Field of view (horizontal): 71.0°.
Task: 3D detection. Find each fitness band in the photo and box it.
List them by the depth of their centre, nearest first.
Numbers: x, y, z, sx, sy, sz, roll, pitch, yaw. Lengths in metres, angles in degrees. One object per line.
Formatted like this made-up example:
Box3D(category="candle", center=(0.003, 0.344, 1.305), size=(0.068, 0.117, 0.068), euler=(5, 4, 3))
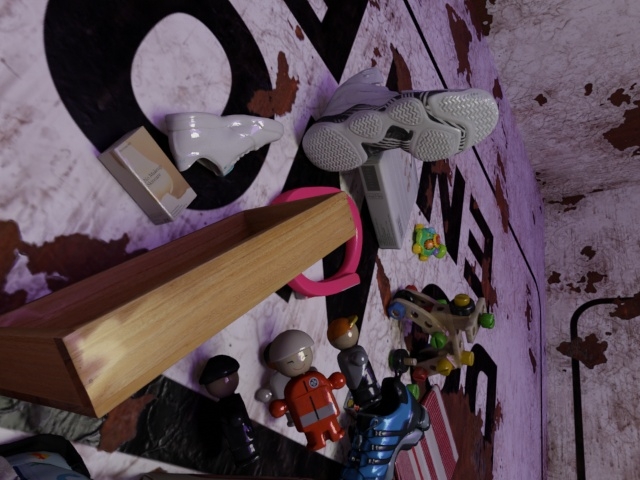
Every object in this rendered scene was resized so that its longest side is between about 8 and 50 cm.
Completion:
Box3D(category="fitness band", center=(0.000, 0.000, 0.875), size=(0.290, 0.054, 0.209), euler=(-10, 88, -56))

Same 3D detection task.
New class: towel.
Box3D(category="towel", center=(0.269, 0.553, 1.143), size=(0.329, 0.037, 0.237), euler=(-27, 103, -55))

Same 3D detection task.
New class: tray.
Box3D(category="tray", center=(-0.142, 0.041, 0.531), size=(0.410, 0.202, 0.076), euler=(-32, 110, -53))

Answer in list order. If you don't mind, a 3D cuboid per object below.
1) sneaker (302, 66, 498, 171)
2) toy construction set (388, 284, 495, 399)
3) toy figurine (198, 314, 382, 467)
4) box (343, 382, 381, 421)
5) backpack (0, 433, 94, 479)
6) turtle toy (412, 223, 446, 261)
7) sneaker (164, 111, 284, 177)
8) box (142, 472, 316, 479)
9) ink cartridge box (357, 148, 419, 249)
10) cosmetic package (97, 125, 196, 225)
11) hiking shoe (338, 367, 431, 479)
Box3D(category="sneaker", center=(0.151, -0.259, 0.883), size=(0.137, 0.365, 0.210), euler=(62, 32, -40))
Box3D(category="toy construction set", center=(0.336, 0.229, 1.129), size=(0.308, 0.237, 0.258), euler=(-4, 86, -55))
Box3D(category="toy figurine", center=(-0.039, 0.200, 0.643), size=(0.209, 0.213, 0.148), euler=(-8, 73, -58))
Box3D(category="box", center=(0.104, 0.349, 0.960), size=(0.137, 0.027, 0.094), euler=(55, 44, -32))
Box3D(category="backpack", center=(-0.196, 0.300, 0.271), size=(0.273, 0.355, 0.291), euler=(11, 75, -52))
Box3D(category="turtle toy", center=(0.318, 0.011, 1.298), size=(0.130, 0.066, 0.095), euler=(41, 52, -42))
Box3D(category="sneaker", center=(-0.142, -0.146, 0.697), size=(0.212, 0.080, 0.094), euler=(-15, 107, -48))
Box3D(category="box", center=(-0.096, 0.361, 0.520), size=(0.232, 0.126, 0.149), euler=(16, 67, -24))
Box3D(category="ink cartridge box", center=(0.172, -0.156, 1.084), size=(0.275, 0.060, 0.239), euler=(68, 34, -42))
Box3D(category="cosmetic package", center=(-0.222, -0.082, 0.585), size=(0.115, 0.041, 0.060), euler=(56, 43, -31))
Box3D(category="hiking shoe", center=(0.089, 0.396, 0.859), size=(0.304, 0.113, 0.132), euler=(-42, 106, -39))
